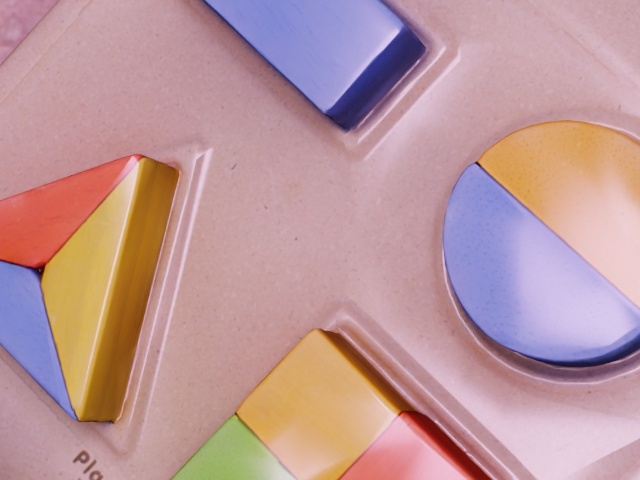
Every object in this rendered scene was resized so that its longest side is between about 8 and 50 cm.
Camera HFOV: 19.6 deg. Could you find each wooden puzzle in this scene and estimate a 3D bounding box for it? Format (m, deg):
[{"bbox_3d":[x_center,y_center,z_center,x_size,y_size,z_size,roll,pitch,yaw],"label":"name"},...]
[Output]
[{"bbox_3d":[0.000,0.000,0.733,0.322,0.080,0.348,44,90,14],"label":"wooden puzzle"}]
